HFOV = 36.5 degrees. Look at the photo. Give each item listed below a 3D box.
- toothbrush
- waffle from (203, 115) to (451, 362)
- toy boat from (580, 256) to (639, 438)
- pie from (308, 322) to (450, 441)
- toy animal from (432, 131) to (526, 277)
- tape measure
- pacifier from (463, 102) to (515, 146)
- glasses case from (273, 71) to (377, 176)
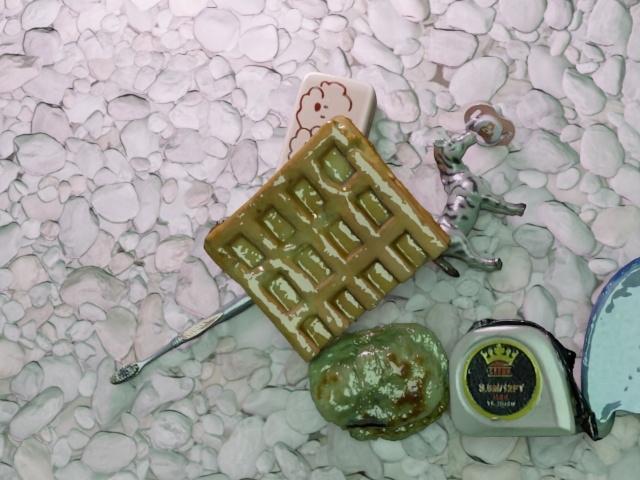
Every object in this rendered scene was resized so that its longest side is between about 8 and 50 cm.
[{"bbox_3d":[-0.218,0.158,1.755,0.375,0.037,0.028,-31,78,-3],"label":"toothbrush"},{"bbox_3d":[0.000,0.000,1.656,0.348,0.077,0.304,-42,87,11],"label":"waffle"},{"bbox_3d":[0.555,0.182,1.624,0.215,0.123,0.329,6,86,23],"label":"toy boat"},{"bbox_3d":[0.103,0.245,1.664,0.248,0.090,0.201,-13,79,8],"label":"pie"},{"bbox_3d":[0.278,-0.059,1.718,0.170,0.090,0.255,3,75,13],"label":"toy animal"},{"bbox_3d":[0.339,0.229,1.612,0.235,0.115,0.207,-5,77,24],"label":"tape measure"},{"bbox_3d":[0.307,-0.216,1.764,0.099,0.081,0.078,35,49,-10],"label":"pacifier"},{"bbox_3d":[-0.003,-0.135,1.770,0.144,0.076,0.336,13,79,9],"label":"glasses case"}]
